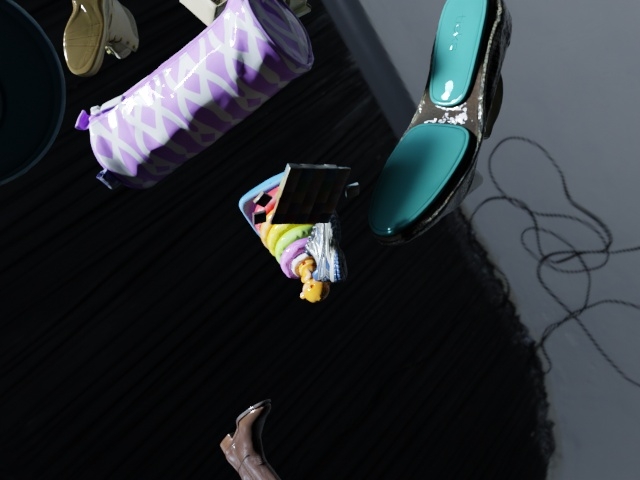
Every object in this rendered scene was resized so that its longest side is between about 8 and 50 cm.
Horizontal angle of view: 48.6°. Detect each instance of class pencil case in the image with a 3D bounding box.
[{"bbox_3d":[-0.104,-0.125,0.583,0.206,0.086,0.088,-31,120,23],"label":"pencil case"}]

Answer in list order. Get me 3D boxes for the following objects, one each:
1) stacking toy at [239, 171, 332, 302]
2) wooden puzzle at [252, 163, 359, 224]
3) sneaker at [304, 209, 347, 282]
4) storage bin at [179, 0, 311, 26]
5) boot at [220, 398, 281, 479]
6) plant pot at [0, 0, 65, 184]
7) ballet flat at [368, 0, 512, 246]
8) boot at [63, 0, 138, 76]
[{"bbox_3d":[-0.036,0.013,1.432,0.166,0.175,0.302,57,-172,-45],"label":"stacking toy"},{"bbox_3d":[-0.009,-0.032,0.502,0.006,0.083,0.049,56,136,40],"label":"wooden puzzle"},{"bbox_3d":[0.000,0.000,1.078,0.058,0.135,0.052,-12,165,16],"label":"sneaker"},{"bbox_3d":[-0.178,-0.478,1.224,0.262,0.260,0.123,43,144,11],"label":"storage bin"},{"bbox_3d":[-0.054,0.242,0.763,0.114,0.037,0.106,53,131,26],"label":"boot"},{"bbox_3d":[-0.551,-0.218,1.053,0.196,0.293,0.293,6,130,59],"label":"plant pot"},{"bbox_3d":[0.238,-0.196,1.233,0.164,0.483,0.182,14,172,43],"label":"ballet flat"},{"bbox_3d":[-0.402,-0.376,1.320,0.077,0.213,0.165,-3,165,9],"label":"boot"}]
